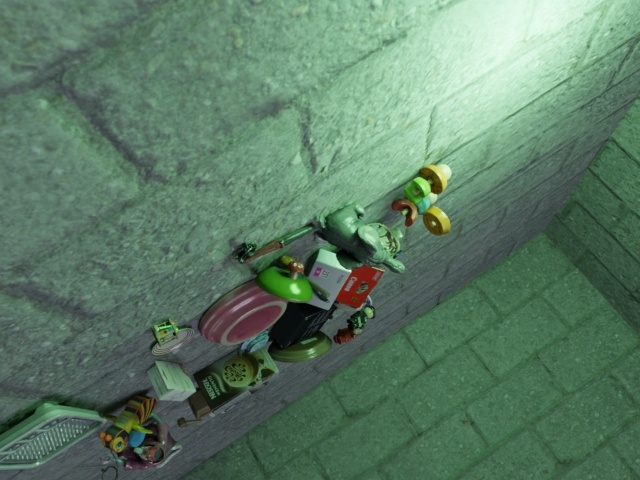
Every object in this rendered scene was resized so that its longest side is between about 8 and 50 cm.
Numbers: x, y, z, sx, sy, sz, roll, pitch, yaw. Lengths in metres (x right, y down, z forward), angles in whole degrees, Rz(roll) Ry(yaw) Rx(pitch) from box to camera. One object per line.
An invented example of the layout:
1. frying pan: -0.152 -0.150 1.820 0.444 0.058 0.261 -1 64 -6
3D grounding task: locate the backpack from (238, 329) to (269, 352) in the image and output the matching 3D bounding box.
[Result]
1. backpack: -0.256 0.370 1.975 0.114 0.084 0.105 -13 147 -38

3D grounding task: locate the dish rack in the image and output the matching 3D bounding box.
1. dish rack: -0.847 0.592 1.597 0.286 0.072 0.333 -33 158 -8

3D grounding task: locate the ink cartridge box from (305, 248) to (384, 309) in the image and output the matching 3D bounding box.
1. ink cartridge box: 0.065 0.161 1.849 0.275 0.239 0.060 115 -7 -51

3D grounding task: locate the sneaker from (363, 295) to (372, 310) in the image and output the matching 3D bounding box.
1. sneaker: 0.194 0.305 2.514 0.071 0.068 0.170 -16 152 -27

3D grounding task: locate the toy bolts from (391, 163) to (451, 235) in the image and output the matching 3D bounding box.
1. toy bolts: 0.371 -0.128 1.740 0.158 0.218 0.228 -33 177 -22

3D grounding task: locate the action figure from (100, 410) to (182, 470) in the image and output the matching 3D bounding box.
1. action figure: -0.677 0.833 2.043 0.248 0.275 0.370 -44 -169 -26

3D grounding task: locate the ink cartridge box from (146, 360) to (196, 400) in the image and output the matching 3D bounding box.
1. ink cartridge box: -0.516 0.479 1.783 0.067 0.115 0.198 -35 157 0

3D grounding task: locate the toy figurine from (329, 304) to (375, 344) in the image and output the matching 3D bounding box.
1. toy figurine: 0.104 0.302 2.187 0.148 0.209 0.213 -26 156 -39

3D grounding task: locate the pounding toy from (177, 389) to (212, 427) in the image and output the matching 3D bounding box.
1. pounding toy: -0.534 0.720 2.272 0.206 0.094 0.181 -23 155 -27

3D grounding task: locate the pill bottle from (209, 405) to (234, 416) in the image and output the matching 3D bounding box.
1. pill bottle: -0.434 0.720 2.399 0.193 0.108 0.108 -36 158 4

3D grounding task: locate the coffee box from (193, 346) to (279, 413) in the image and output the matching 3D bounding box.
1. coffee box: -0.335 0.547 2.108 0.297 0.168 0.119 -29 157 -17

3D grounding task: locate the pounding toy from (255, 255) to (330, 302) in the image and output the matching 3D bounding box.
1. pounding toy: -0.081 0.102 1.617 0.237 0.183 0.110 0 113 -56

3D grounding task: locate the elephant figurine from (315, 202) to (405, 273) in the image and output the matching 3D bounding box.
1. elephant figurine: 0.124 0.014 1.578 0.186 0.239 0.169 -30 154 -16

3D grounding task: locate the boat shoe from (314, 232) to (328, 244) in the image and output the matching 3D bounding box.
1. boat shoe: 0.000 0.000 1.659 0.035 0.035 0.100 -43 163 12

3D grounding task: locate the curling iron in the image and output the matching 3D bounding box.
1. curling iron: -0.123 0.006 1.490 0.274 0.035 0.068 -20 154 -33

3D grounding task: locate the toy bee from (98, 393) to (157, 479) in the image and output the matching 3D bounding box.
1. toy bee: -0.672 0.659 1.793 0.195 0.298 0.162 -6 143 8

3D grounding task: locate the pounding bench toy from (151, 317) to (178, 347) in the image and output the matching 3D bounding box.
1. pounding bench toy: -0.449 0.261 1.519 0.065 0.052 0.083 -25 156 -24

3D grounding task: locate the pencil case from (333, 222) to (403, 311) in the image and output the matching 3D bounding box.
1. pencil case: 0.160 0.109 1.940 0.184 0.159 0.410 -8 148 -23

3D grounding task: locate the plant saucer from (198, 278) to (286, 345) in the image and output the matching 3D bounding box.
1. plant saucer: -0.240 0.248 1.752 0.332 0.084 0.332 -30 158 -14

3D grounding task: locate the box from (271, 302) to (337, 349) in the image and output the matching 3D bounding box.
1. box: -0.064 0.310 2.105 0.184 0.103 0.261 -20 154 -39

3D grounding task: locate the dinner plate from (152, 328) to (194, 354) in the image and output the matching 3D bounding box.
1. dinner plate: -0.466 0.315 1.651 0.141 0.017 0.141 -29 157 -14

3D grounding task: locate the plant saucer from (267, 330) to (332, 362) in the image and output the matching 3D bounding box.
1. plant saucer: -0.089 0.437 2.212 0.278 0.041 0.278 -7 -168 1
